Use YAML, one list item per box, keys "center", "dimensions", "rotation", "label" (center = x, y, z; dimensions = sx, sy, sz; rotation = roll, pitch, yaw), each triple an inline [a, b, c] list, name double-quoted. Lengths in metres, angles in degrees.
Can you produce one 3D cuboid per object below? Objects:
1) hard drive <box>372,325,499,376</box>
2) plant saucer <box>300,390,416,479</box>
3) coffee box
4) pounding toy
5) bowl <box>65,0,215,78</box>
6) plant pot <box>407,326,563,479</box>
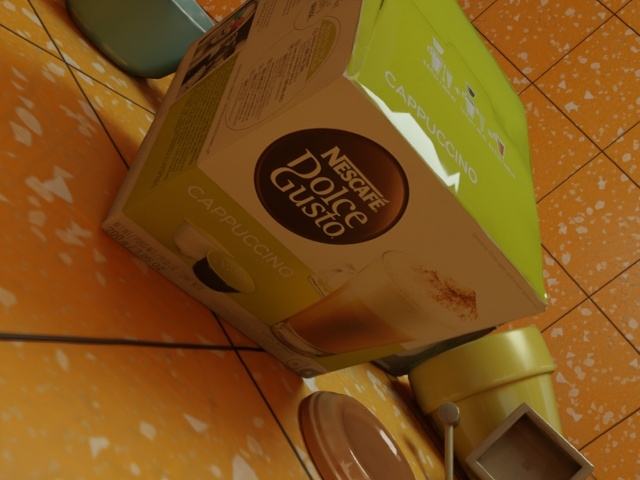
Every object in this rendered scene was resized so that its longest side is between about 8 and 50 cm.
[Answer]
- center: [0.144, 0.113, 1.027]
  dimensions: [0.339, 0.237, 0.064]
  rotation: [39, 26, -46]
  label: "hard drive"
- center: [0.055, 0.258, 0.726]
  dimensions: [0.200, 0.037, 0.200]
  rotation: [48, 11, -13]
  label: "plant saucer"
- center: [0.027, -0.095, 0.714]
  dimensions: [0.337, 0.334, 0.338]
  rotation: [42, 41, -31]
  label: "coffee box"
- center: [0.261, 0.332, 0.924]
  dimensions: [0.206, 0.181, 0.094]
  rotation: [44, -10, 30]
  label: "pounding toy"
- center: [-0.334, -0.417, 1.108]
  dimensions: [0.311, 0.163, 0.311]
  rotation: [48, 12, -13]
  label: "bowl"
- center: [0.312, 0.309, 1.083]
  dimensions: [0.254, 0.254, 0.239]
  rotation: [30, 38, -60]
  label: "plant pot"
